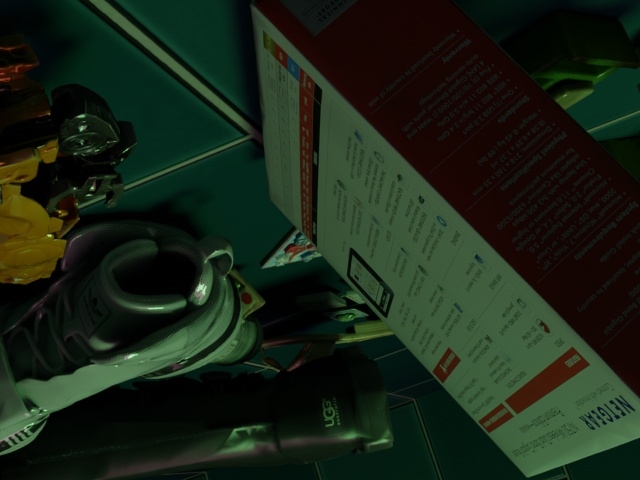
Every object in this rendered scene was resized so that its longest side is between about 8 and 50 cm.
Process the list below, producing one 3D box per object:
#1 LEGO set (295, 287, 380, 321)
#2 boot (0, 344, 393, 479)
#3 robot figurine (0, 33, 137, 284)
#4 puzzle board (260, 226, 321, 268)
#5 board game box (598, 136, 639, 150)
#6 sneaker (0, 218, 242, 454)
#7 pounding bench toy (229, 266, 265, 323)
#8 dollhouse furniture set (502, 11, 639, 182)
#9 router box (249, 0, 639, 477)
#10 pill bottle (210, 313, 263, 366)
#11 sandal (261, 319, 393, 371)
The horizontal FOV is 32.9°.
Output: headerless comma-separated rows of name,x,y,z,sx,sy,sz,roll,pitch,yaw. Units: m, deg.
LEGO set,0.086,0.069,1.478,0.182,0.060,0.244,-9,166,16
boot,-0.154,0.235,1.373,0.445,0.146,0.367,-10,169,-5
robot figurine,-0.226,-0.030,0.639,0.211,0.085,0.291,-12,165,-22
puzzle board,0.000,0.000,1.151,0.096,0.011,0.128,-10,164,-26
board game box,0.315,-0.030,1.305,0.242,0.064,0.316,-10,163,-29
sneaker,-0.237,0.083,0.944,0.366,0.137,0.210,-20,165,-15
pounding bench toy,-0.112,0.058,1.160,0.065,0.083,0.052,-46,-172,-38
dollhouse furniture set,0.261,-0.055,0.897,0.302,0.197,0.151,-4,158,-42
router box,0.088,0.003,0.698,0.082,0.301,0.335,-41,169,-12
pill bottle,-0.118,0.106,1.263,0.078,0.078,0.137,-21,165,10
sandal,-0.005,0.171,1.563,0.240,0.079,0.088,-9,171,-7
